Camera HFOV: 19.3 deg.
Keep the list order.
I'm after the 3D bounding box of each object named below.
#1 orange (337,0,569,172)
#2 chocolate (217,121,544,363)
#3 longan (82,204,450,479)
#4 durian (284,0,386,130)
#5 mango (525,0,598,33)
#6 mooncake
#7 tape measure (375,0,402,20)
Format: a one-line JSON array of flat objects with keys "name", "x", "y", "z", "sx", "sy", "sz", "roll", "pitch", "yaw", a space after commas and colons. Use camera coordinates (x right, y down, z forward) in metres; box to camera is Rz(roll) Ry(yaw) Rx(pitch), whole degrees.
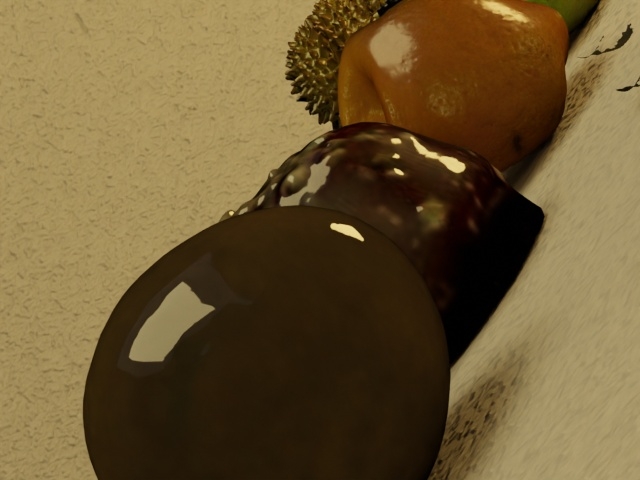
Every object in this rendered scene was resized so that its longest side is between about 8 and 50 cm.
[{"name": "orange", "x": 0.130, "y": -0.159, "z": 1.799, "sx": 0.249, "sy": 0.183, "sz": 0.249, "roll": -28, "pitch": 12, "yaw": 7}, {"name": "chocolate", "x": 0.005, "y": 0.039, "z": 1.577, "sx": 0.340, "sy": 0.210, "sz": 0.225, "roll": -50, "pitch": 4, "yaw": 30}, {"name": "longan", "x": -0.033, "y": 0.108, "z": 1.283, "sx": 0.258, "sy": 0.258, "sz": 0.258, "roll": -53, "pitch": 5, "yaw": 7}, {"name": "durian", "x": 0.083, "y": -0.241, "z": 2.617, "sx": 0.258, "sy": 0.258, "sz": 0.293, "roll": -50, "pitch": 11, "yaw": 34}, {"name": "mango", "x": 0.251, "y": -0.281, "z": 2.054, "sx": 0.125, "sy": 0.111, "sz": 0.233, "roll": -56, "pitch": 5, "yaw": 19}, {"name": "mooncake", "x": 0.163, "y": -0.092, "z": 1.603, "sx": 0.150, "sy": 0.057, "sz": 0.347, "roll": -61, "pitch": 17, "yaw": -20}, {"name": "tape measure", "x": 0.146, "y": -0.208, "z": 2.070, "sx": 0.112, "sy": 0.199, "sz": 0.186, "roll": -33, "pitch": 6, "yaw": 13}]
